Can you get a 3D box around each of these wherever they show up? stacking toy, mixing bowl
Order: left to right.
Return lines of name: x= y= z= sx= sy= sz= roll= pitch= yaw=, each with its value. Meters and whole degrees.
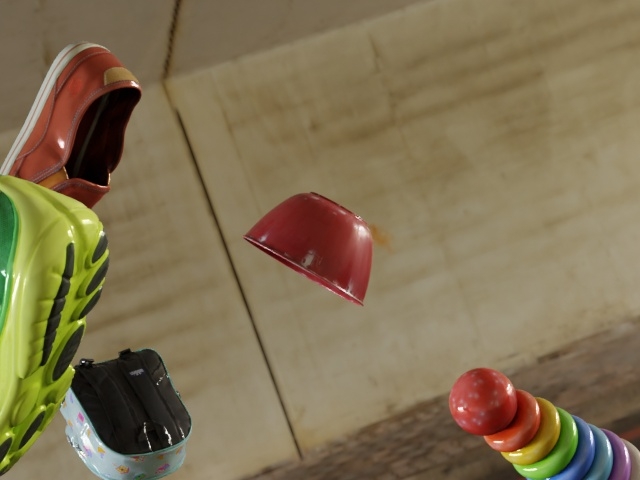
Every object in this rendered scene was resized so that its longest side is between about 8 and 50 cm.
mixing bowl: x=0.000 y=0.000 z=1.539 sx=0.098 sy=0.181 sz=0.181 roll=-60 pitch=2 yaw=-5
stacking toy: x=0.298 y=0.271 z=1.623 sx=0.141 sy=0.330 sz=0.141 roll=-37 pitch=33 yaw=29

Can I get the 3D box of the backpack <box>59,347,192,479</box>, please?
backpack: x=-0.281 y=0.270 z=1.734 sx=0.166 sy=0.188 sz=0.144 roll=-10 pitch=-50 yaw=-36

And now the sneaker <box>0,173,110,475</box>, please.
sneaker: x=-0.233 y=0.072 z=0.789 sx=0.295 sy=0.123 sz=0.109 roll=-61 pitch=-12 yaw=29

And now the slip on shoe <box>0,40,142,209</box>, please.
slip on shoe: x=-0.304 y=-0.067 z=1.392 sx=0.101 sy=0.331 sz=0.123 roll=30 pitch=12 yaw=29
